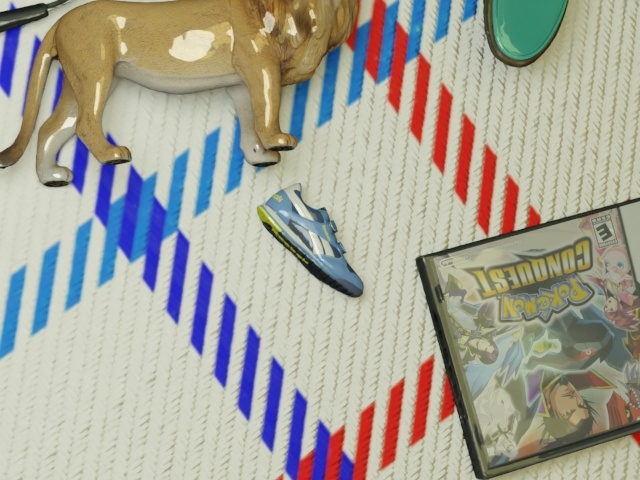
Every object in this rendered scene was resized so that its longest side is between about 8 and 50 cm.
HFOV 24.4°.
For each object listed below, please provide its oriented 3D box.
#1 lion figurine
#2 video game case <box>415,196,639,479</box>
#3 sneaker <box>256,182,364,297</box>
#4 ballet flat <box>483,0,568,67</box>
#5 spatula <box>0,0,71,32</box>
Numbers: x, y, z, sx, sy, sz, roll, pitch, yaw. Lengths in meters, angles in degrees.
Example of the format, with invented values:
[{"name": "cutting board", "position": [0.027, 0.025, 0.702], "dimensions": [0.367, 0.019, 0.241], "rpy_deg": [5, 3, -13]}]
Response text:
[{"name": "lion figurine", "position": [-0.147, -0.192, 1.501], "dimensions": [0.392, 0.142, 0.240], "rpy_deg": [-5, 82, -11]}, {"name": "video game case", "position": [0.265, 0.103, 1.616], "dimensions": [0.275, 0.035, 0.248], "rpy_deg": [-15, 88, -14]}, {"name": "sneaker", "position": [0.000, 0.000, 1.557], "dimensions": [0.144, 0.053, 0.059], "rpy_deg": [46, 74, -6]}, {"name": "ballet flat", "position": [0.230, -0.315, 1.621], "dimensions": [0.095, 0.096, 0.280], "rpy_deg": [15, 81, -11]}, {"name": "spatula", "position": [-0.264, -0.254, 1.523], "dimensions": [0.296, 0.084, 0.030], "rpy_deg": [-24, 121, -8]}]
